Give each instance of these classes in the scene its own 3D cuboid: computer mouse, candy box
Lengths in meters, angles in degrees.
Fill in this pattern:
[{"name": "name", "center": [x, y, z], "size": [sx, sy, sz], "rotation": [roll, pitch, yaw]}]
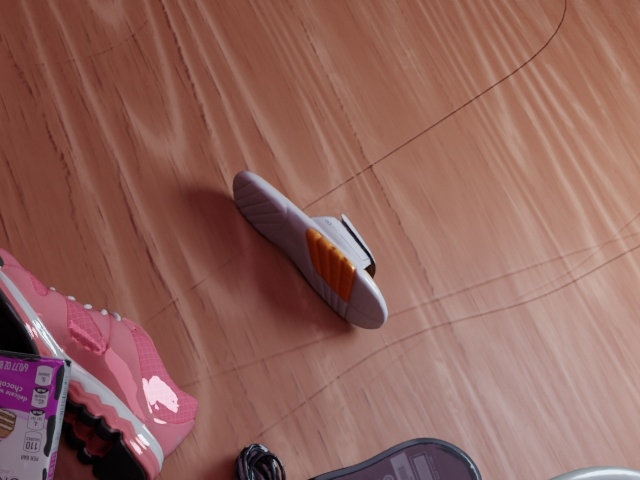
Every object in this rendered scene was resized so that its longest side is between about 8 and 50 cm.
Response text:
[{"name": "computer mouse", "center": [0.047, 0.298, 1.115], "size": [0.272, 0.072, 0.188], "rotation": [-11, 67, -13]}, {"name": "candy box", "center": [-0.334, 0.217, 0.940], "size": [0.159, 0.071, 0.233], "rotation": [8, 81, -6]}]

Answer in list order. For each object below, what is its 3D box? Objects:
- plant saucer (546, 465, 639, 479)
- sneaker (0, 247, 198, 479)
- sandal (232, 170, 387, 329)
[{"name": "plant saucer", "center": [0.242, 0.417, 1.036], "size": [0.400, 0.100, 0.400], "rotation": [-4, 99, -26]}, {"name": "sneaker", "center": [-0.260, 0.120, 1.085], "size": [0.314, 0.116, 0.136], "rotation": [49, 45, 2]}, {"name": "sandal", "center": [0.002, -0.006, 1.252], "size": [0.265, 0.102, 0.076], "rotation": [45, 58, 10]}]
